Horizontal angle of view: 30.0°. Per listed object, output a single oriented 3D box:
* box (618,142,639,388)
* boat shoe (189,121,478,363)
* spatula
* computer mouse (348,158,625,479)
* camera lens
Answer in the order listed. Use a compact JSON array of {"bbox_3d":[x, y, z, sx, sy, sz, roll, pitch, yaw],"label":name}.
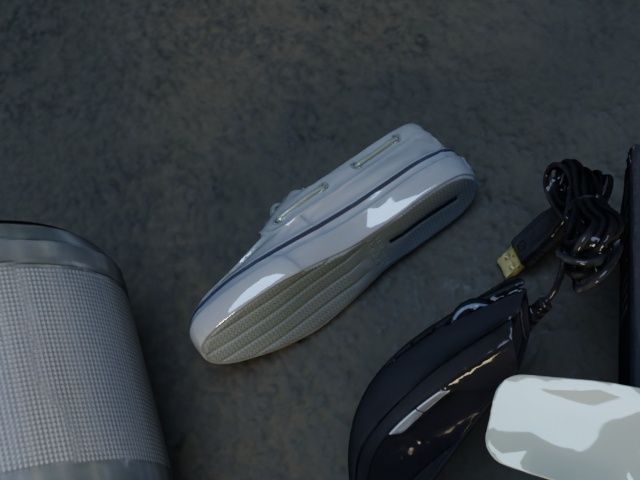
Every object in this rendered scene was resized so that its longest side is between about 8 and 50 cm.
[{"bbox_3d":[0.339,0.121,0.655,0.343,0.179,0.312,1,72,11],"label":"box"},{"bbox_3d":[0.000,0.000,0.825,0.226,0.083,0.076,-31,56,-14],"label":"boat shoe"},{"bbox_3d":[0.188,0.162,0.564,0.242,0.019,0.168,9,73,18],"label":"spatula"},{"bbox_3d":[0.090,0.053,0.752,0.060,0.184,0.262,34,115,-2],"label":"computer mouse"},{"bbox_3d":[-0.204,0.141,0.727,0.219,0.219,0.274,-20,68,3],"label":"camera lens"}]
